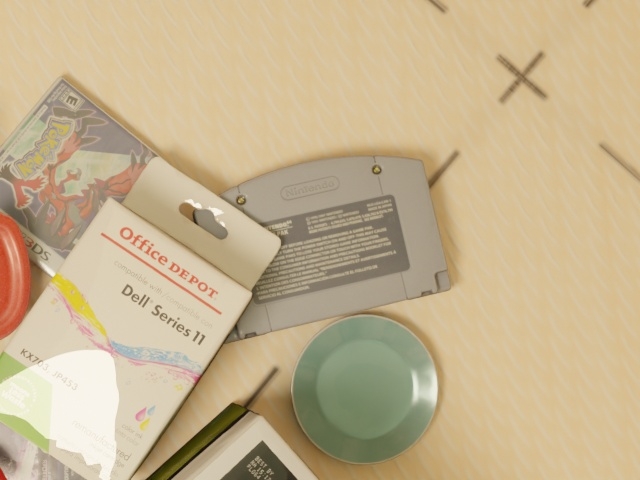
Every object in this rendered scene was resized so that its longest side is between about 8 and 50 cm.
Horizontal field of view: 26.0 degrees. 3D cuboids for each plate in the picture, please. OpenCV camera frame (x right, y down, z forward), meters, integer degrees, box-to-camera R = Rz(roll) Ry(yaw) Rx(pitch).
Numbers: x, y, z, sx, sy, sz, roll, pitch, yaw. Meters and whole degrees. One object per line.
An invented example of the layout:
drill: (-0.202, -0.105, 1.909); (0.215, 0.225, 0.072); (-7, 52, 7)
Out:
plate: (0.055, 0.186, 1.734); (0.188, 0.024, 0.188); (0, 88, -8)

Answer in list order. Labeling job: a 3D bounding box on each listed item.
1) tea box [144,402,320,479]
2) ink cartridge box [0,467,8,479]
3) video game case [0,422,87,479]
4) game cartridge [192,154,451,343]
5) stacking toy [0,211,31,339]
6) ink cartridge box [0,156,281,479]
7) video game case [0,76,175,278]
tea box: (-0.057, 0.377, 1.558); (0.220, 0.323, 0.329); (-41, 92, -9)
ink cartridge box: (-0.480, 0.260, 1.546); (0.134, 0.231, 0.078); (49, 116, 35)
video game case: (-0.401, 0.263, 1.670); (0.274, 0.026, 0.196); (0, 87, -9)
game cartridge: (0.000, 0.000, 1.726); (0.297, 0.062, 0.198); (-12, 84, -8)
stacking toy: (-0.500, 0.020, 1.565); (0.309, 0.130, 0.280); (-20, 98, -46)
ink cartridge box: (-0.217, 0.091, 1.616); (0.207, 0.119, 0.353); (33, 87, -1)
video game case: (-0.311, -0.068, 1.701); (0.183, 0.023, 0.201); (39, 82, -4)
